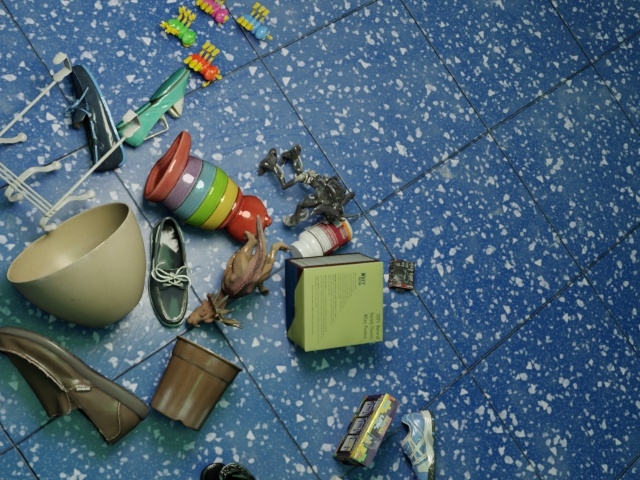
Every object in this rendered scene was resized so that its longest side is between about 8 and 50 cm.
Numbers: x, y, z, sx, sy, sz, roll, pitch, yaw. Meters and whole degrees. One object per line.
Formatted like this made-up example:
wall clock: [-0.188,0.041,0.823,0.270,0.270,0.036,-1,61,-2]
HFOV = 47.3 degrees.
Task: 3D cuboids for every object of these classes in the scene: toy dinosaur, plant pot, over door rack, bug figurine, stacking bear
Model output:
toy dinosaur: [-0.178,0.091,1.663,0.127,0.295,0.200,33,38,1]
plant pot: [-0.485,0.073,1.560,0.284,0.284,0.191,-40,119,-24]
over door rack: [-0.576,-0.210,1.620,0.239,0.108,0.324,38,87,9]
plant pot: [-0.283,0.321,1.617,0.167,0.167,0.165,30,76,-11]
bug figurine: [-0.270,-0.530,1.873,0.216,0.072,0.279,42,65,6]
stacking bear: [-0.253,-0.096,1.732,0.289,0.175,0.164,31,39,-24]

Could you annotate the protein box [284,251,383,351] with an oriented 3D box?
protein box: [0.032,0.142,1.753,0.201,0.136,0.199,-5,101,-21]

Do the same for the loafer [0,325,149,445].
loafer: [-0.539,0.308,1.530,0.366,0.134,0.130,35,67,-9]

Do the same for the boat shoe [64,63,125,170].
boat shoe: [-0.537,-0.287,1.700,0.089,0.109,0.258,-23,83,-21]

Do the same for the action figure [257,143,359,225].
action figure: [-0.024,-0.116,1.820,0.164,0.141,0.275,-28,63,-34]

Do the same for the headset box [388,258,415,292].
headset box: [0.213,0.095,1.923,0.062,0.032,0.083,9,74,-18]

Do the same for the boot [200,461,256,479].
boot: [-0.173,0.589,1.557,0.094,0.207,0.246,-21,85,-24]

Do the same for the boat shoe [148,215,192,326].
boat shoe: [-0.346,0.070,1.693,0.095,0.079,0.254,3,76,-20]

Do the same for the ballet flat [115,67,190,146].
ballet flat: [-0.392,-0.317,1.786,0.247,0.083,0.087,-50,121,-23]

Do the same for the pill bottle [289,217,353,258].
pill bottle: [0.000,0.000,1.838,0.152,0.086,0.086,-32,89,-24]

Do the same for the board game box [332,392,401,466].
board game box: [0.109,0.450,1.734,0.048,0.141,0.170,35,68,-9]

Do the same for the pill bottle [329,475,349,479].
pill bottle: [0.070,0.606,1.721,0.116,0.065,0.065,37,67,-8]

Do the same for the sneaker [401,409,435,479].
sneaker: [0.242,0.528,1.810,0.081,0.080,0.211,0,75,1]
